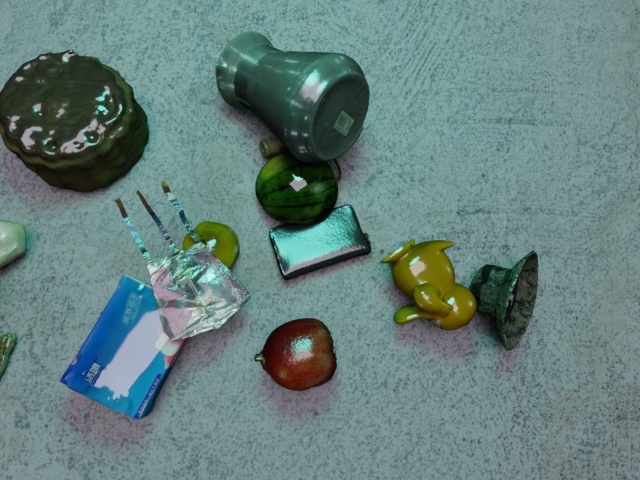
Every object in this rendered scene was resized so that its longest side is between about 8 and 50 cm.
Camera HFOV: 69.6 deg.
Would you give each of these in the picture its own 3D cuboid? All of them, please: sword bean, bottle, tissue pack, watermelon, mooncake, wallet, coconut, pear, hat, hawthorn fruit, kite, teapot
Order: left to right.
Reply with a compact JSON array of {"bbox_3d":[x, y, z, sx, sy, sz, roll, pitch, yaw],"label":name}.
[{"bbox_3d":[-0.769,0.341,1.050,0.043,0.038,0.269,26,75,-24],"label":"sword bean"},{"bbox_3d":[-0.754,0.005,1.091,0.124,0.110,0.110,-40,83,-7],"label":"coconut"},{"bbox_3d":[-0.605,-0.294,1.130,0.323,0.187,0.324,1,75,-6],"label":"mooncake"},{"bbox_3d":[-0.424,0.236,1.047,0.209,0.137,0.270,26,77,3],"label":"tissue pack"},{"bbox_3d":[-0.317,0.040,1.042,0.204,0.022,0.361,-27,87,-22],"label":"kite"},{"bbox_3d":[-0.268,0.016,1.129,0.141,0.104,0.141,1,80,-7],"label":"pear"},{"bbox_3d":[-0.107,-0.251,1.221,0.101,0.047,0.063,-18,51,-24],"label":"bottle"},{"bbox_3d":[-0.057,0.264,1.063,0.188,0.169,0.169,-5,78,-3],"label":"hawthorn fruit"},{"bbox_3d":[-0.057,-0.362,1.129,0.344,0.253,0.300,36,31,29],"label":"teapot"},{"bbox_3d":[-0.053,-0.151,1.166,0.232,0.127,0.204,-8,65,-4],"label":"watermelon"},{"bbox_3d":[0.000,0.000,1.183,0.250,0.044,0.149,-19,74,-9],"label":"wallet"},{"bbox_3d":[0.441,0.131,1.134,0.128,0.265,0.266,18,73,39],"label":"hat"}]

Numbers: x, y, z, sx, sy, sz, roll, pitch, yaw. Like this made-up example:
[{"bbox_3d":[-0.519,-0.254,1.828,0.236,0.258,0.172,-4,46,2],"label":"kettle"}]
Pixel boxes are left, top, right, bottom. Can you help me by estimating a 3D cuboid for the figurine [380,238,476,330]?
[{"bbox_3d":[0.261,0.106,1.108,0.215,0.215,0.228,-12,92,-7],"label":"figurine"}]
